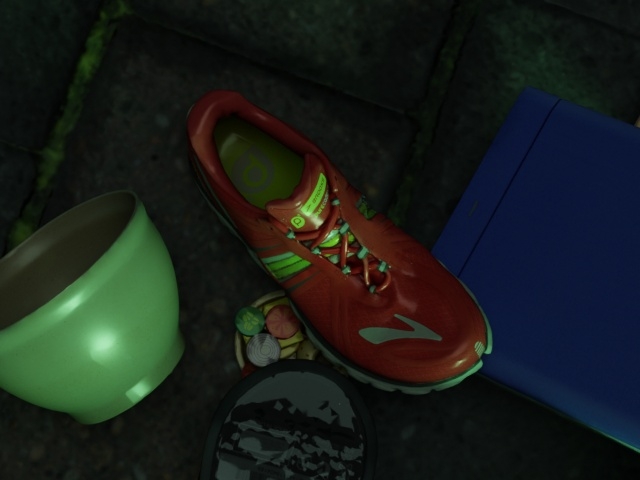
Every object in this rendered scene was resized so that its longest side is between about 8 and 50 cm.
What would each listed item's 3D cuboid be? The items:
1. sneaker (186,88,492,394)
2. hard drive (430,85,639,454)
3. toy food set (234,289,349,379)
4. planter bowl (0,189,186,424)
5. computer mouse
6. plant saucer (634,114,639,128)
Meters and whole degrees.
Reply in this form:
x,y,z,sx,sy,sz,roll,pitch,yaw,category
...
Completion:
x,y,z,sx,sy,sz,roll,pitch,yaw,category
0.000,0.000,1.297,0.279,0.118,0.107,41,81,18,sneaker
0.232,0.037,1.291,0.319,0.040,0.210,24,79,30,hard drive
-0.023,0.076,1.350,0.083,0.020,0.083,-21,81,-9,toy food set
-0.161,0.056,1.286,0.162,0.162,0.109,-41,111,-11,planter bowl
-0.049,0.211,1.300,0.188,0.072,0.272,21,89,-2,computer mouse
0.386,-0.091,1.407,0.259,0.048,0.258,31,77,1,plant saucer
